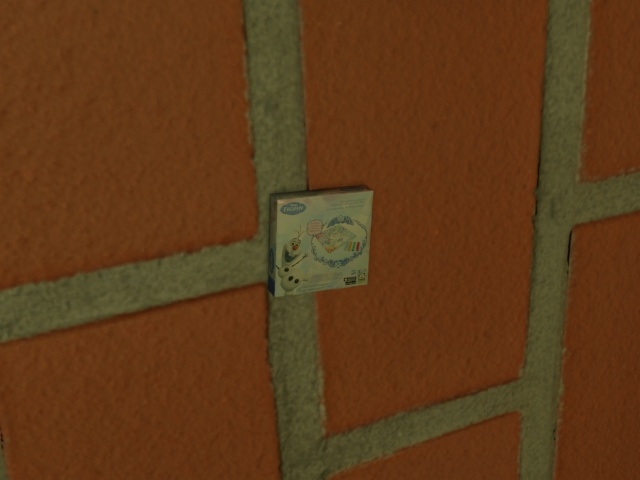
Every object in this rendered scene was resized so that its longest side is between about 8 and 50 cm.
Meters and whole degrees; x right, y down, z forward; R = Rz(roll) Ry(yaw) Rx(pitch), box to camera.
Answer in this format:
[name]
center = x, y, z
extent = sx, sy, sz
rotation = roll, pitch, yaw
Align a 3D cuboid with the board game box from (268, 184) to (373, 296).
[board game box]
center = 0.000, 0.000, 0.743
extent = 0.090, 0.020, 0.090
rotation = -6, 114, -23
